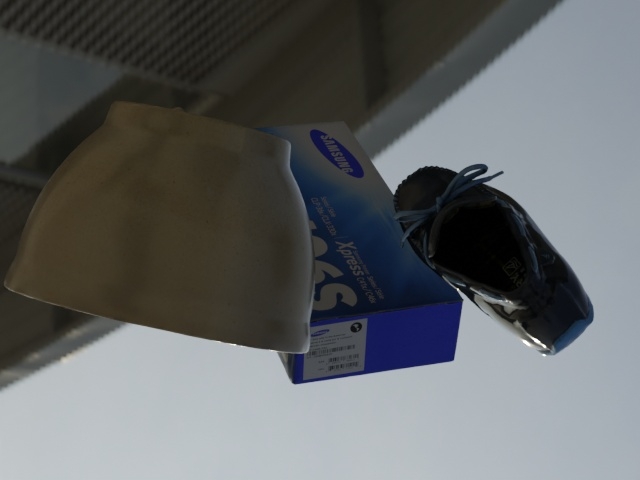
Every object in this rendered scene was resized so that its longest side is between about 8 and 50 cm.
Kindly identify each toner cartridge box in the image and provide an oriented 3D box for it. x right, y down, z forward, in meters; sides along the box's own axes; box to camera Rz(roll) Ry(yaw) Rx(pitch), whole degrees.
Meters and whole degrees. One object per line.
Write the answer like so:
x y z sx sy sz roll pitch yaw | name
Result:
0.000 0.000 1.504 0.348 0.165 0.075 -120 -150 -51 | toner cartridge box

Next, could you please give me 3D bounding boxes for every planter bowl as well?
-0.074 -0.012 0.790 0.162 0.162 0.109 11 -91 56 | planter bowl

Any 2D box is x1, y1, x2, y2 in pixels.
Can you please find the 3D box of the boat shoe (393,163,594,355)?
0.130 -0.009 1.215 0.109 0.089 0.258 -50 -144 -2 | boat shoe
